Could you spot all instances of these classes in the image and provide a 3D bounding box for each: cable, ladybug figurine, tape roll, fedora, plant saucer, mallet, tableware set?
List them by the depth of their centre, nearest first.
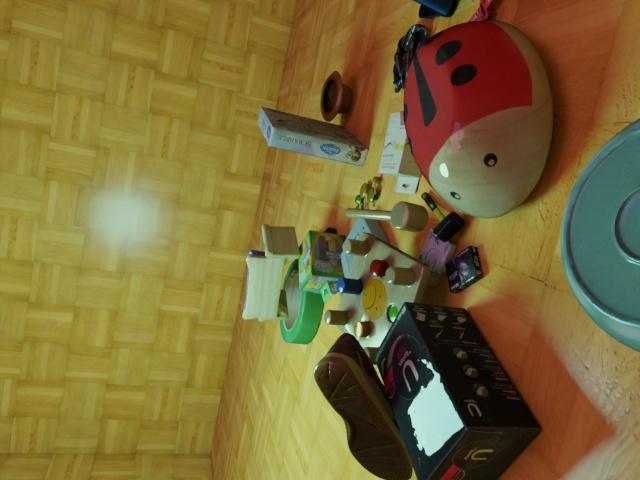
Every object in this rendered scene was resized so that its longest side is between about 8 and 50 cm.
[{"bbox_3d":[0.410,-0.019,0.561,0.317,0.043,0.318,-171,90,-72],"label":"plant saucer"},{"bbox_3d":[0.268,-0.249,0.891,0.305,0.162,0.449,120,152,-47],"label":"ladybug figurine"},{"bbox_3d":[0.251,-0.056,1.029,0.062,0.039,0.190,-51,22,11],"label":"mallet"},{"bbox_3d":[0.234,-0.501,1.285,0.150,0.047,0.184,-113,36,-57],"label":"cable"},{"bbox_3d":[0.143,-0.136,1.415,0.154,0.024,0.104,123,153,-52],"label":"tableware set"},{"bbox_3d":[0.065,-0.529,1.733,0.194,0.079,0.194,-175,90,-66],"label":"fedora"},{"bbox_3d":[-0.076,0.232,1.784,0.321,0.077,0.321,-171,90,-70],"label":"tape roll"}]

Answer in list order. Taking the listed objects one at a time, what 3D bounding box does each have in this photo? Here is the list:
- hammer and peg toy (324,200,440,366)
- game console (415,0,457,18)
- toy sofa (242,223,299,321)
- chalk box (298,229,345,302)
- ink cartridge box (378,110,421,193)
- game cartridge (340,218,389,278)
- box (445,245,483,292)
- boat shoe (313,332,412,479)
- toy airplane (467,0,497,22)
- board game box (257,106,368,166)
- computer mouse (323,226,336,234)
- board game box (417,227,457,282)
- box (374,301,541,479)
[{"bbox_3d":[0.142,0.081,1.052,0.266,0.127,0.361,34,112,59],"label":"hammer and peg toy"},{"bbox_3d":[0.271,-0.701,1.102,0.173,0.250,0.293,33,116,40],"label":"game console"},{"bbox_3d":[-0.188,0.123,1.683,0.150,0.177,0.362,-102,17,-47],"label":"toy sofa"},{"bbox_3d":[0.007,0.095,1.524,0.132,0.132,0.213,125,148,-53],"label":"chalk box"},{"bbox_3d":[0.210,-0.223,1.189,0.115,0.067,0.198,-155,75,-70],"label":"ink cartridge box"},{"bbox_3d":[0.131,0.075,1.302,0.297,0.062,0.198,-100,31,-44],"label":"game cartridge"},{"bbox_3d":[0.282,0.058,0.924,0.083,0.018,0.067,129,146,-55],"label":"box"},{"bbox_3d":[0.104,0.336,0.940,0.123,0.342,0.123,-18,21,32],"label":"boat shoe"},{"bbox_3d":[0.346,-0.510,0.996,0.151,0.028,0.151,-170,90,-70],"label":"toy airplane"},{"bbox_3d":[-0.037,-0.357,1.581,0.318,0.318,0.066,-116,39,-60],"label":"board game box"},{"bbox_3d":[0.000,0.000,1.729,0.242,0.041,0.071,149,127,-66],"label":"computer mouse"},{"bbox_3d":[0.253,0.031,1.019,0.090,0.020,0.090,-120,43,-61],"label":"board game box"},{"bbox_3d":[0.219,0.260,0.820,0.270,0.143,0.165,-109,33,-53],"label":"box"}]
